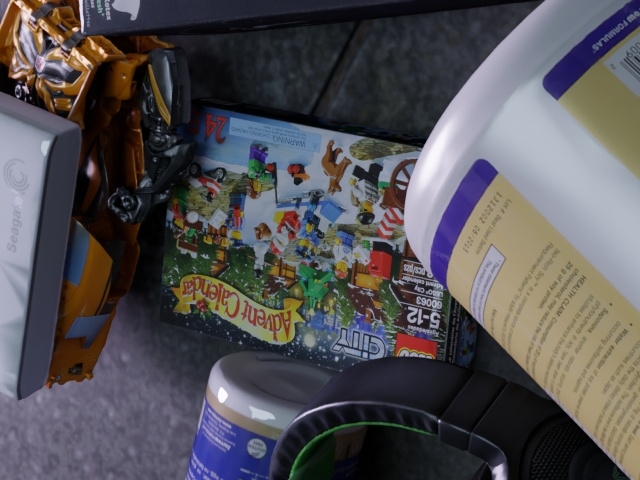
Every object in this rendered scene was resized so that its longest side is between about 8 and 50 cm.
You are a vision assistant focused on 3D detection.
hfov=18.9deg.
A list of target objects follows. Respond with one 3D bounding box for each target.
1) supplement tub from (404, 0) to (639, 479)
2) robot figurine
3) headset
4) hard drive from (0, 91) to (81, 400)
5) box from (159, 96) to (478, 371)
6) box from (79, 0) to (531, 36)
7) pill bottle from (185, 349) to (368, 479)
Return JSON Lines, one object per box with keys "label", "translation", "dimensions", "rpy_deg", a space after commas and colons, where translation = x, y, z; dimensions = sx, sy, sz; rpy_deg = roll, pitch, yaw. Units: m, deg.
{"label": "supplement tub", "translation": [0.231, 0.027, 1.014], "dimensions": [0.331, 0.241, 0.241], "rpy_deg": [47, 119, 19]}
{"label": "robot figurine", "translation": [-0.185, -0.052, 1.359], "dimensions": [0.211, 0.085, 0.291], "rpy_deg": [41, 125, 36]}
{"label": "headset", "translation": [0.133, 0.222, 1.107], "dimensions": [0.394, 0.185, 0.243], "rpy_deg": [22, 134, 21]}
{"label": "hard drive", "translation": [-0.312, -0.037, 1.347], "dimensions": [0.307, 0.040, 0.203], "rpy_deg": [23, 118, 23]}
{"label": "box", "translation": [0.000, 0.000, 1.285], "dimensions": [0.233, 0.044, 0.159], "rpy_deg": [12, 103, 32]}
{"label": "box", "translation": [-0.003, -0.206, 1.184], "dimensions": [0.270, 0.165, 0.143], "rpy_deg": [-2, 95, 35]}
{"label": "pill bottle", "translation": [-0.038, 0.179, 1.297], "dimensions": [0.112, 0.112, 0.187], "rpy_deg": [23, 110, 29]}
